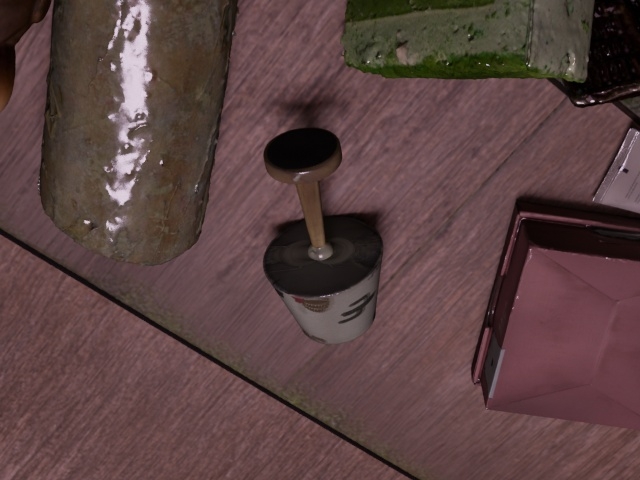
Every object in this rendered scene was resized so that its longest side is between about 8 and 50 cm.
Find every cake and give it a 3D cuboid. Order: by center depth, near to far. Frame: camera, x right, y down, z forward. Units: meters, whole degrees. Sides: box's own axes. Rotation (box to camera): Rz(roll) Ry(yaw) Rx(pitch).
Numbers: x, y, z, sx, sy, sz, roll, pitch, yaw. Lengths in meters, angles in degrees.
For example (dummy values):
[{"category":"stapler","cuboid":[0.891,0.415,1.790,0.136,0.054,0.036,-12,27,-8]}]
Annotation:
[{"category":"cake","cuboid":[0.122,-0.186,0.922,0.099,0.235,0.100,2,94,-39]}]

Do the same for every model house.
[{"category":"model house","cuboid":[0.265,-0.174,0.930,0.165,0.152,0.106,-15,123,12]}]

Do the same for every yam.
[{"category":"yam","cuboid":[-0.165,-0.127,0.964,0.161,0.161,0.268,11,120,-4]}]

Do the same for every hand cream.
[{"category":"hand cream","cuboid":[0.370,-0.043,1.054,0.186,0.054,0.087,20,122,-2]}]

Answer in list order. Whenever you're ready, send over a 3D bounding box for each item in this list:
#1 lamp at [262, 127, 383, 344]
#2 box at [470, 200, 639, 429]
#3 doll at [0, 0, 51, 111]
[{"category":"lamp","cuboid":[0.000,0.000,1.043,0.121,0.121,0.215,-6,130,5]},{"category":"box","cuboid":[0.282,0.084,1.102,0.215,0.086,0.215,8,119,-3]},{"category":"doll","cuboid":[-0.393,-0.220,0.854,0.339,0.209,0.318,-10,119,-20]}]
